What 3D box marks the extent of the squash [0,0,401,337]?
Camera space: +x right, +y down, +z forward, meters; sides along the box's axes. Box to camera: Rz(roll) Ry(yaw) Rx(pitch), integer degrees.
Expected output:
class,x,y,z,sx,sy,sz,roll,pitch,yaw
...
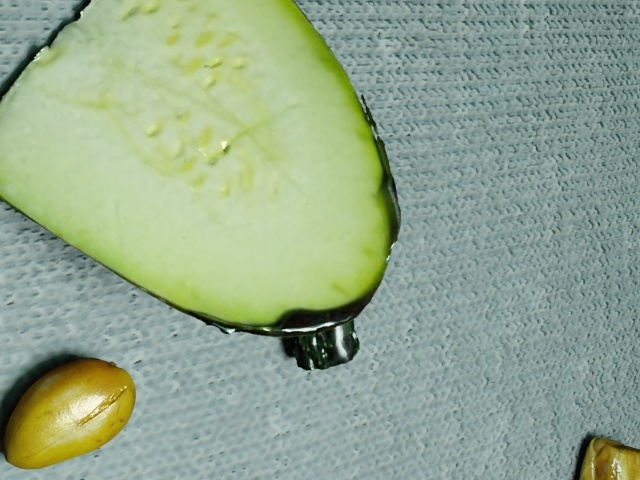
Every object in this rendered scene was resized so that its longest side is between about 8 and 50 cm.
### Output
class,x,y,z,sx,sy,sz,roll,pitch,yaw
squash,-0.052,-0.064,0.717,0.237,0.155,0.204,-54,130,-21

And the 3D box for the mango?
class,x,y,z,sx,sy,sz,roll,pitch,yaw
mango,-0.154,0.108,0.718,0.089,0.046,0.060,-38,121,-27

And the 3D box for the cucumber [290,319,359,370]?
class,x,y,z,sx,sy,sz,roll,pitch,yaw
cucumber,-0.001,0.000,0.840,0.058,0.058,0.187,-11,106,-41

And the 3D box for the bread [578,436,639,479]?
class,x,y,z,sx,sy,sz,roll,pitch,yaw
bread,0.277,0.258,1.138,0.074,0.053,0.132,13,87,-47
